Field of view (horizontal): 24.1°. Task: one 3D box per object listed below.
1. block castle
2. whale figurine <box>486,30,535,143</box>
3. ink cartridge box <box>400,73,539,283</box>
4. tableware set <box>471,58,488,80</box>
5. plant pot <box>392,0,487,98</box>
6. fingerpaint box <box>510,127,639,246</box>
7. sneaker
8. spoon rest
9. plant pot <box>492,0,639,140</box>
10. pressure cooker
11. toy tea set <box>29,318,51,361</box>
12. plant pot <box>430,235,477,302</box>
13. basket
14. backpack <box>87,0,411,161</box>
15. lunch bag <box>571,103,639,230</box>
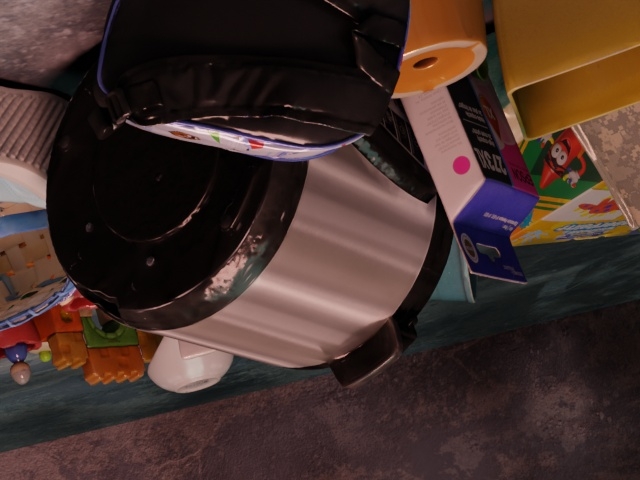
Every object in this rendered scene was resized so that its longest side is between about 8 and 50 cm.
[{"bbox_3d":[-0.276,0.081,2.296,0.453,0.213,0.303,-1,159,-46],"label":"block castle"},{"bbox_3d":[0.257,-0.233,1.942,0.272,0.141,0.216,-48,-178,26],"label":"whale figurine"},{"bbox_3d":[0.156,-0.134,1.686,0.069,0.371,0.176,-25,164,23],"label":"ink cartridge box"},{"bbox_3d":[0.166,-0.259,1.675,0.024,0.154,0.104,-7,168,28],"label":"tableware set"},{"bbox_3d":[0.082,-0.255,1.525,0.205,0.188,0.205,-16,165,-4],"label":"plant pot"},{"bbox_3d":[0.532,-0.141,2.457,0.445,0.163,0.371,-5,160,-36],"label":"fingerpaint box"},{"bbox_3d":[-0.383,-0.101,1.732,0.150,0.135,0.366,-16,158,28],"label":"sneaker"},{"bbox_3d":[-0.190,0.164,2.227,0.137,0.084,0.276,-14,165,-11],"label":"spoon rest"},{"bbox_3d":[0.299,-0.260,1.743,0.212,0.187,0.212,-20,164,9],"label":"plant pot"},{"bbox_3d":[-0.055,-0.045,1.722,0.375,0.370,0.420,11,172,39],"label":"pressure cooker"},{"bbox_3d":[-0.525,0.171,2.488,0.200,0.124,0.336,-5,162,-18],"label":"toy tea set"},{"bbox_3d":[0.095,-0.035,2.231,0.255,0.271,0.271,-4,167,9],"label":"plant pot"},{"bbox_3d":[-0.420,0.013,1.910,0.255,0.201,0.289,-23,175,27],"label":"basket"},{"bbox_3d":[-0.057,-0.190,1.372,0.263,0.276,0.213,17,179,-4],"label":"backpack"},{"bbox_3d":[0.469,-0.196,2.043,0.235,0.287,0.169,-26,-168,34],"label":"lunch bag"}]
